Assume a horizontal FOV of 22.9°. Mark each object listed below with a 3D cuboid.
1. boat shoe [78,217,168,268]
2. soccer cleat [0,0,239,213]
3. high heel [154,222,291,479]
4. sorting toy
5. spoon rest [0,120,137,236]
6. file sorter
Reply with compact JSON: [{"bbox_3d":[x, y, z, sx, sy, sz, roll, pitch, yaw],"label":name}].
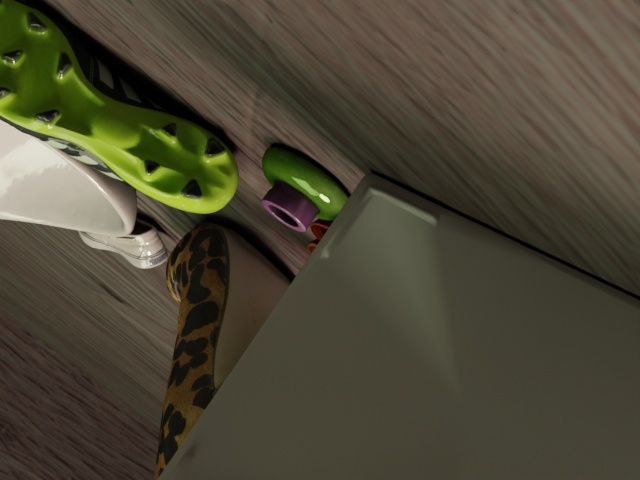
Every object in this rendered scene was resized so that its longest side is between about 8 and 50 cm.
[{"bbox_3d":[-0.149,-0.011,1.163,0.100,0.035,0.035,27,138,48],"label":"boat shoe"},{"bbox_3d":[-0.124,-0.067,0.826,0.179,0.060,0.072,33,169,-4],"label":"soccer cleat"},{"bbox_3d":[-0.082,0.086,0.976,0.093,0.186,0.261,40,166,-22],"label":"high heel"},{"bbox_3d":[0.000,0.000,0.783,0.061,0.042,0.102,22,161,46],"label":"sorting toy"},{"bbox_3d":[-0.208,-0.054,1.030,0.137,0.084,0.276,42,166,-28],"label":"spoon rest"},{"bbox_3d":[0.102,0.136,0.685,0.277,0.193,0.173,27,167,32],"label":"file sorter"}]
